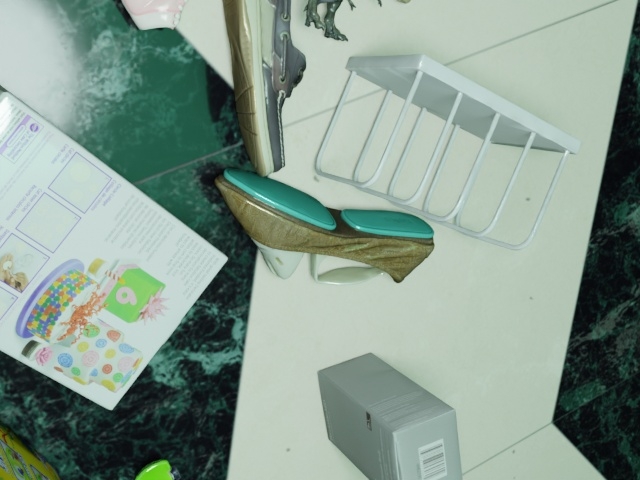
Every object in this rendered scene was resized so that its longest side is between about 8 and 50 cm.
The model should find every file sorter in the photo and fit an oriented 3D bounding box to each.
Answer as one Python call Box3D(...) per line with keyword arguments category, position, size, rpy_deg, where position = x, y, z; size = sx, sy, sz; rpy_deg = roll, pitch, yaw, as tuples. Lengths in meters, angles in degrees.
Box3D(category="file sorter", position=(0.164, -0.115, 1.083), size=(0.278, 0.193, 0.173), rpy_deg=(20, 92, -27))

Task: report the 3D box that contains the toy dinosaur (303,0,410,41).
Box3D(category="toy dinosaur", position=(0.019, -0.323, 1.020), size=(0.268, 0.064, 0.118), rpy_deg=(3, 104, -51))

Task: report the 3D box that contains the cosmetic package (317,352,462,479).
Box3D(category="cosmetic package", position=(0.092, 0.260, 1.117), size=(0.107, 0.238, 0.127), rpy_deg=(-16, 106, -24))

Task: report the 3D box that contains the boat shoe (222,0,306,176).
Box3D(category="boat shoe", position=(-0.062, -0.225, 1.007), size=(0.092, 0.103, 0.285), rpy_deg=(-10, 100, -18))

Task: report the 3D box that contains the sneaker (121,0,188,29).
Box3D(category="sneaker", position=(-0.173, -0.299, 0.966), size=(0.134, 0.051, 0.070), rpy_deg=(-28, 114, -13))

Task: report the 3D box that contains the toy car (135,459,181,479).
Box3D(category="toy car", position=(-0.193, 0.391, 1.117), size=(0.239, 0.053, 0.224), rpy_deg=(-30, 112, -17))

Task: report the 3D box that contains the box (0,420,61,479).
Box3D(category="box", position=(-0.447, 0.338, 0.865), size=(0.290, 0.177, 0.279), rpy_deg=(-37, 139, -13))

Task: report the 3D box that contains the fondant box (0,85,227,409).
Box3D(category="fondant box", position=(-0.310, 0.015, 0.936), size=(0.330, 0.096, 0.238), rpy_deg=(40, 84, -31))

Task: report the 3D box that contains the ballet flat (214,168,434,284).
Box3D(category="ballet flat", position=(0.000, 0.000, 1.097), size=(0.343, 0.116, 0.124), rpy_deg=(12, 115, -31))
